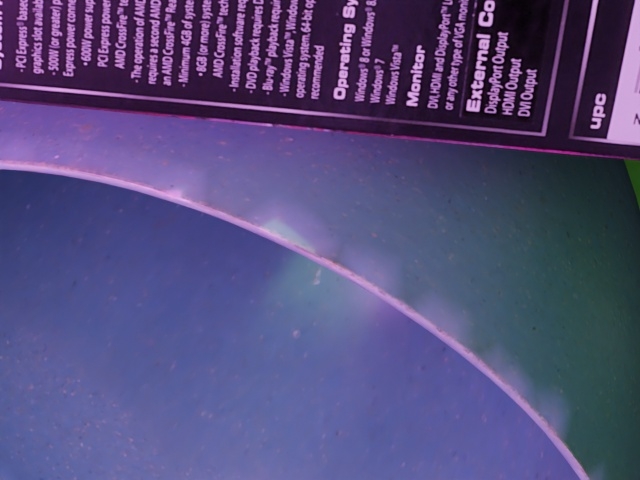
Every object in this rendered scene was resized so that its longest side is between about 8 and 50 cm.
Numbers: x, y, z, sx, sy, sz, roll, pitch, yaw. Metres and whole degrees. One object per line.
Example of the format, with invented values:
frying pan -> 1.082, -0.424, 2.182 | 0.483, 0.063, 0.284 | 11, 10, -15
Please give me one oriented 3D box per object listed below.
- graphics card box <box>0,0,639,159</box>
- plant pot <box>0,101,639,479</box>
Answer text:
graphics card box -> 0.028, -0.114, 0.590 | 0.371, 0.233, 0.094 | 4, 117, -3
plant pot -> 0.000, 0.000, 0.716 | 0.290, 0.290, 0.195 | 18, 57, 14
